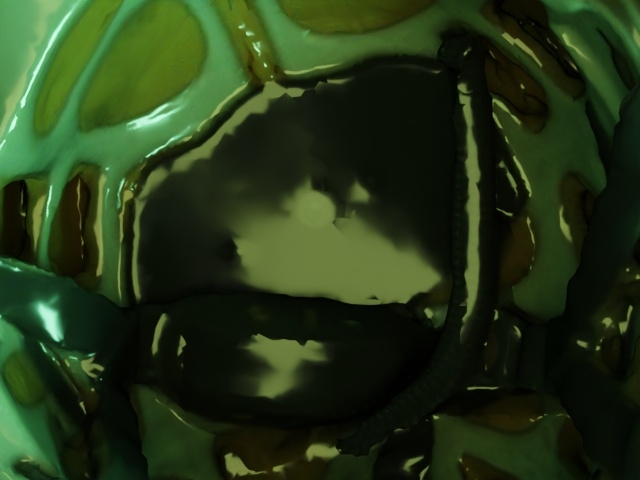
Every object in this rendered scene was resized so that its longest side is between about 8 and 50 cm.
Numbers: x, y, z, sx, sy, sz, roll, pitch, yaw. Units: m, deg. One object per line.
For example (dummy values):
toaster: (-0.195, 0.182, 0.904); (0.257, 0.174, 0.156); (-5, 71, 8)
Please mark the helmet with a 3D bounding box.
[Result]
helmet: (0.000, 0.000, 0.450); (0.198, 0.130, 0.224); (-18, 90, 1)
